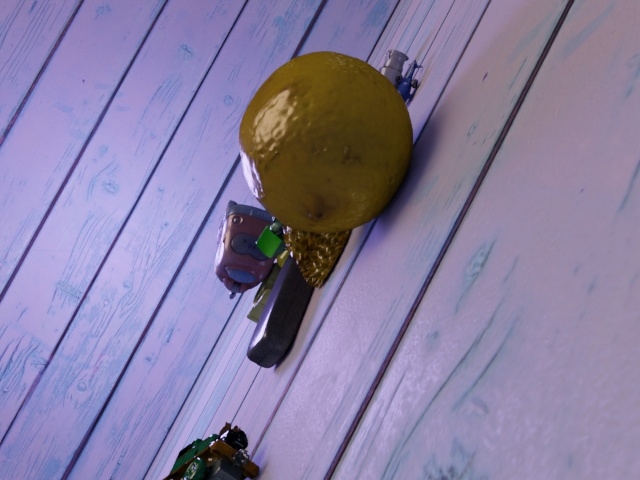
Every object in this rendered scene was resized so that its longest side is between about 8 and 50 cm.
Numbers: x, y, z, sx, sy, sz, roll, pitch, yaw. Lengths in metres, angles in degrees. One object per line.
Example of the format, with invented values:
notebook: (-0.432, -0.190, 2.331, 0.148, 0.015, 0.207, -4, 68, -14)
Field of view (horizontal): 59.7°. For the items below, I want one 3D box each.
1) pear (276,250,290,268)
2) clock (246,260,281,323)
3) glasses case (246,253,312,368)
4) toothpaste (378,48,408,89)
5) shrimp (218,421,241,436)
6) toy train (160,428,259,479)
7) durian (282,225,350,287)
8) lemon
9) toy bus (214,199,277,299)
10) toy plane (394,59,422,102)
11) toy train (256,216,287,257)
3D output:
pear: (-0.080, 0.047, 1.565, 0.096, 0.092, 0.092, -59, 8, 23)
clock: (-0.141, 0.135, 1.700, 0.170, 0.069, 0.231, -53, 11, 46)
glasses case: (-0.074, 0.132, 1.269, 0.131, 0.074, 0.323, -54, 11, 48)
toothpaste: (0.169, -0.395, 1.603, 0.114, 0.073, 0.299, -145, 76, -81)
shrimp: (-0.192, 0.443, 1.027, 0.150, 0.068, 0.248, -43, 21, 28)
toy train: (-0.190, 0.384, 0.926, 0.228, 0.091, 0.136, -42, 17, 24)
durian: (0.002, -0.001, 1.220, 0.182, 0.165, 0.132, -41, -46, -32)
lemon: (0.010, -0.173, 0.990, 0.335, 0.336, 0.336, -60, 8, 14)
toy bus: (-0.220, 0.036, 1.667, 0.294, 0.198, 0.231, 130, 155, -60)
toy plane: (0.209, -0.377, 1.338, 0.062, 0.054, 0.167, 83, -155, -56)
toy train: (-0.049, -0.037, 1.399, 0.251, 0.085, 0.119, -22, -28, -53)
